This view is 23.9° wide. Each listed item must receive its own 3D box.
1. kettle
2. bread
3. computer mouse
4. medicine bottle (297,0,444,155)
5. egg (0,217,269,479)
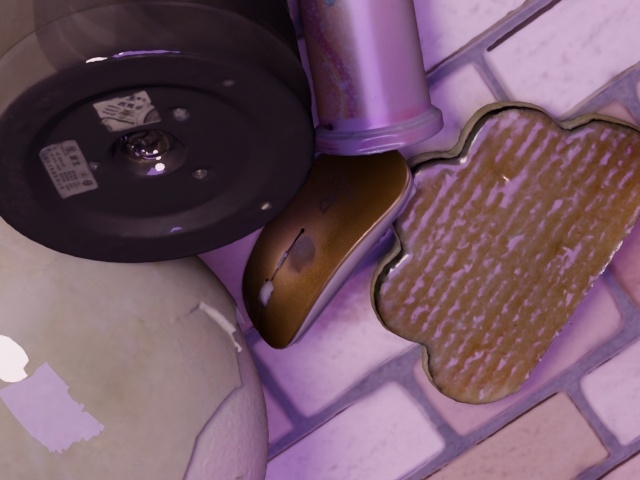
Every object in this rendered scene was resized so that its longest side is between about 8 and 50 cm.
[{"bbox_3d":[-0.174,-0.167,1.092,0.320,0.324,0.228,-16,145,9],"label":"kettle"},{"bbox_3d":[0.149,-0.007,1.288,0.207,0.056,0.286,33,101,-14],"label":"bread"},{"bbox_3d":[-0.001,-0.001,1.257,0.045,0.102,0.199,24,111,-43],"label":"computer mouse"},{"bbox_3d":[0.010,-0.284,1.169,0.108,0.108,0.426,-11,106,-2],"label":"medicine bottle"},{"bbox_3d":[-0.184,0.117,1.182,0.336,0.278,0.278,36,101,-17],"label":"egg"}]
